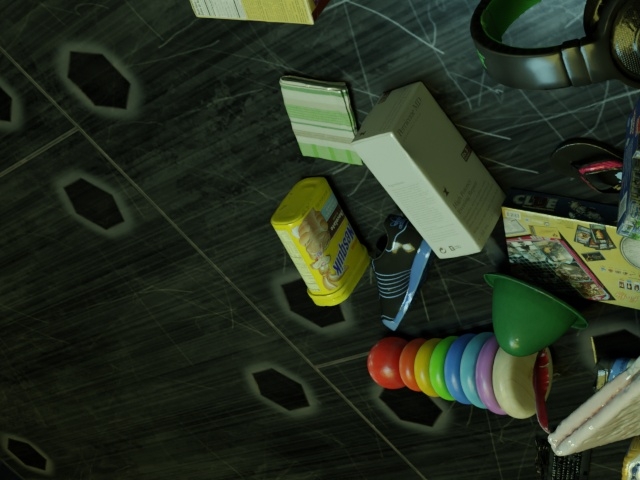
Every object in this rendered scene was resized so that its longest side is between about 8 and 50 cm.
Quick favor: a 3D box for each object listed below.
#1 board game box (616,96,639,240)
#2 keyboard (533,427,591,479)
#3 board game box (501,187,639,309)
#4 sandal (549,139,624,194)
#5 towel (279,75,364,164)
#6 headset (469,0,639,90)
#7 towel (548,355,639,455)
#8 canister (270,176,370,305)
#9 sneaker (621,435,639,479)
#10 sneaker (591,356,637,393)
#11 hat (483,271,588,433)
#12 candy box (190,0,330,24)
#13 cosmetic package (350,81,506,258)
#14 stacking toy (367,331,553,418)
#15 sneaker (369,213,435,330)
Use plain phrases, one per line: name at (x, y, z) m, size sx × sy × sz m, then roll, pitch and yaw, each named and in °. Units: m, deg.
board game box at (0.475, -0.071, 1.658) m, size 0.194 × 0.194 × 0.060 m, roll 15°, pitch 144°, yaw -1°
keyboard at (0.418, 0.403, 2.345) m, size 0.100 × 0.038 × 0.192 m, roll 16°, pitch 140°, yaw 21°
board game box at (0.387, 0.016, 1.912) m, size 0.243 × 0.042 × 0.165 m, roll 12°, pitch 139°, yaw 25°
sandal at (0.391, -0.088, 1.788) m, size 0.179 × 0.040 × 0.067 m, roll 18°, pitch 142°, yaw 19°
towel at (0.005, -0.179, 1.986) m, size 0.113 × 0.023 × 0.152 m, roll 13°, pitch 142°, yaw 27°
headset at (0.347, -0.291, 1.439) m, size 0.394 × 0.243 × 0.185 m, roll -12°, pitch 125°, yaw 20°
towel at (0.513, 0.184, 1.828) m, size 0.053 × 0.331 × 0.317 m, roll 67°, pitch 150°, yaw 25°
canister at (0.000, 0.000, 2.106) m, size 0.073 × 0.126 × 0.170 m, roll -1°, pitch 131°, yaw 38°
sneaker at (0.579, 0.451, 2.223) m, size 0.131 × 0.112 × 0.296 m, roll 10°, pitch 139°, yaw 27°
sneaker at (0.473, 0.238, 2.095) m, size 0.084 × 0.058 × 0.152 m, roll 6°, pitch 140°, yaw 34°
hat at (0.284, 0.164, 1.978) m, size 0.173 × 0.184 × 0.208 m, roll 27°, pitch 173°, yaw 4°
candy box at (-0.071, -0.342, 1.772) m, size 0.186 × 0.109 × 0.053 m, roll 10°, pitch 138°, yaw 28°
cosmetic package at (0.156, -0.097, 1.887) m, size 0.085 × 0.117 × 0.231 m, roll -13°, pitch 126°, yaw 44°
stacking toy at (0.210, 0.208, 2.202) m, size 0.330 × 0.141 × 0.141 m, roll 1°, pitch 134°, yaw 42°
sneaker at (0.120, 0.048, 2.119) m, size 0.090 × 0.081 × 0.232 m, roll 28°, pitch 137°, yaw 10°
